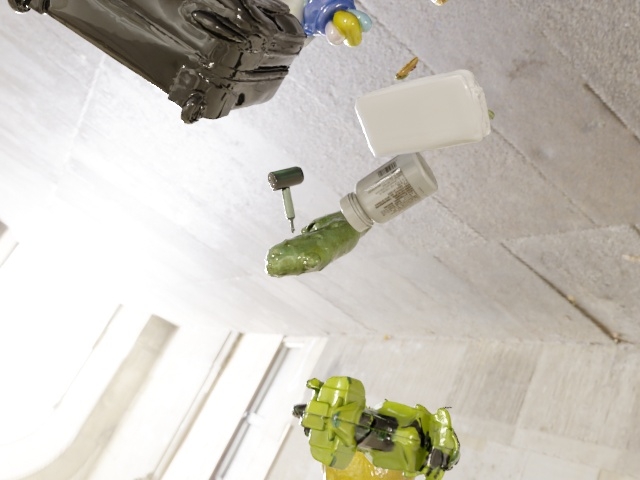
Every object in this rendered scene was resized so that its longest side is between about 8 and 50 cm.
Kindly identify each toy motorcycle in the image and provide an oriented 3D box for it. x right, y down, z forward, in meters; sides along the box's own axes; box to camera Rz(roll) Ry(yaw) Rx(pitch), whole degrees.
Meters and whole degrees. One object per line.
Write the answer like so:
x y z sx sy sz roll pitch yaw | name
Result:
0.112 0.335 1.014 0.342 0.142 0.206 28 148 -37 | toy motorcycle

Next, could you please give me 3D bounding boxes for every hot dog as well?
0.193 -0.380 1.306 0.021 0.083 0.037 44 152 0 | hot dog

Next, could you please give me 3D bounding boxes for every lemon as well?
0.111 0.530 1.430 0.253 0.229 0.228 -5 173 -25 | lemon

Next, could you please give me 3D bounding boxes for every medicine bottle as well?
0.102 -0.074 0.898 0.140 0.079 0.079 -33 127 20 | medicine bottle

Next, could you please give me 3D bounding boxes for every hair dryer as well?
-0.091 -0.116 1.742 0.057 0.100 0.198 17 119 58 | hair dryer

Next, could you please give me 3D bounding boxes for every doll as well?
-0.051 -0.522 1.383 0.365 0.376 0.187 -9 165 19 | doll

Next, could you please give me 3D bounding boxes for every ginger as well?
0.004 -0.001 1.167 0.137 0.290 0.089 14 123 25 | ginger

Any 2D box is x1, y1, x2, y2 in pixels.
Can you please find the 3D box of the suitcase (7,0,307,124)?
-0.214 -0.338 0.879 0.345 0.188 0.339 32 -159 3 | suitcase

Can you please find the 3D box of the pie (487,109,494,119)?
0.424 -0.337 1.575 0.084 0.021 0.084 13 179 0 | pie

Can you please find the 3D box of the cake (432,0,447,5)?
0.334 -0.703 1.645 0.084 0.044 0.084 55 165 24 | cake

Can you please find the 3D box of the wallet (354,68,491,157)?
0.126 -0.159 0.748 0.190 0.033 0.095 -2 120 49 | wallet
